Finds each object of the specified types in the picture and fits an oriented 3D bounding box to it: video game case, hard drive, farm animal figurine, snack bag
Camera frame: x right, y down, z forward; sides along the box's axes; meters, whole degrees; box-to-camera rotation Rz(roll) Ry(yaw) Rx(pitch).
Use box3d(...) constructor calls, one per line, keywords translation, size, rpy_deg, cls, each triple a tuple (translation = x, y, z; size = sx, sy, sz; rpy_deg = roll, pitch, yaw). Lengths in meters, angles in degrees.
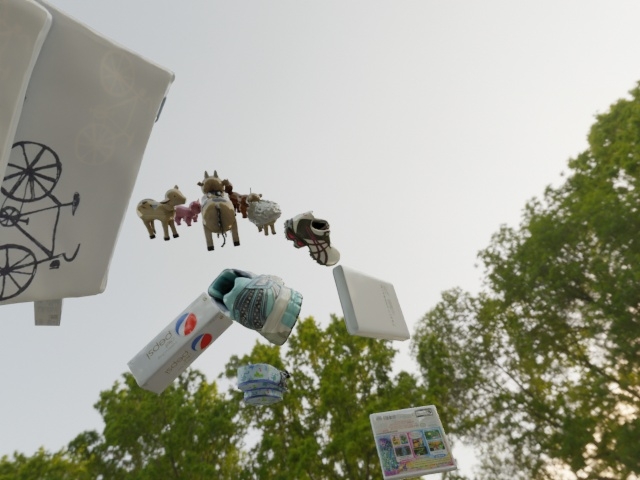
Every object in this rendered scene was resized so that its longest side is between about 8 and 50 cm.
box3d(translation=(0.201, 0.446, 0.916), size=(0.157, 0.143, 0.019), rpy_deg=(-6, -50, -5), cls="video game case")
box3d(translation=(0.184, 0.228, 1.440), size=(0.047, 0.232, 0.353), rpy_deg=(-30, -31, 28), cls="hard drive")
box3d(translation=(-0.318, -0.097, 1.140), size=(0.331, 0.327, 0.172), rpy_deg=(-20, -59, -29), cls="farm animal figurine")
box3d(translation=(-0.297, -0.066, 0.380), size=(0.343, 0.037, 0.322), rpy_deg=(6, -75, -68), cls="snack bag")

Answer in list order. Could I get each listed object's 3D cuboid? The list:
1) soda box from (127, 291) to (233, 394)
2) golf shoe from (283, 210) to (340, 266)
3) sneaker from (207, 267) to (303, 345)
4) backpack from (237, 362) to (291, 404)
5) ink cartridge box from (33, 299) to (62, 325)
box3d(translation=(-0.296, 0.218, 0.882), size=(0.216, 0.074, 0.069), rpy_deg=(-44, -36, -10), cls="soda box")
box3d(translation=(0.000, 0.000, 1.372), size=(0.120, 0.105, 0.273), rpy_deg=(-33, -43, 23), cls="golf shoe")
box3d(translation=(-0.127, 0.086, 0.695), size=(0.122, 0.283, 0.110), rpy_deg=(31, -105, -18), cls="sneaker")
box3d(translation=(-0.140, 0.341, 0.975), size=(0.105, 0.084, 0.114), rpy_deg=(-16, -40, 16), cls="backpack")
box3d(translation=(-0.495, 0.080, 0.758), size=(0.046, 0.097, 0.207), rpy_deg=(8, -31, -31), cls="ink cartridge box")
